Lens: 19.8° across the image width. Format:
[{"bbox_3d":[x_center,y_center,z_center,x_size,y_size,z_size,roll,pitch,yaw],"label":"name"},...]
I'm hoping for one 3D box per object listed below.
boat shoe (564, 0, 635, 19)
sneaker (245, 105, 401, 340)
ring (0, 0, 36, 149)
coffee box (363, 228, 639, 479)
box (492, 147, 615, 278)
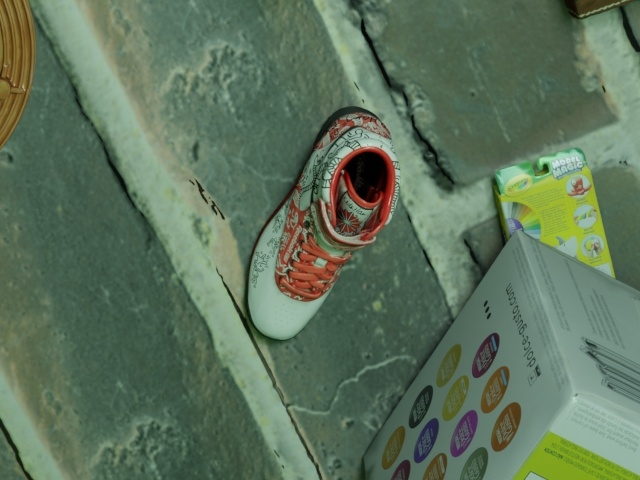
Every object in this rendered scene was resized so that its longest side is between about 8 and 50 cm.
[{"bbox_3d":[0.407,-0.289,1.862,0.324,0.122,0.120,-23,112,0],"label":"boat shoe"},{"bbox_3d":[-0.001,-0.001,1.880,0.090,0.145,0.270,22,103,-14],"label":"sneaker"},{"bbox_3d":[-0.452,-0.189,1.818,0.336,0.032,0.336,-2,108,-7],"label":"ring"},{"bbox_3d":[0.276,0.260,1.876,0.338,0.337,0.334,26,113,-15],"label":"coffee box"},{"bbox_3d":[0.250,-0.009,1.968,0.105,0.043,0.179,-16,111,-2],"label":"box"}]
